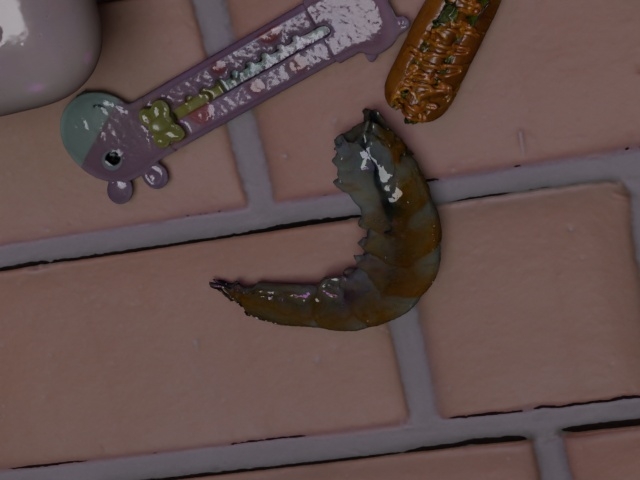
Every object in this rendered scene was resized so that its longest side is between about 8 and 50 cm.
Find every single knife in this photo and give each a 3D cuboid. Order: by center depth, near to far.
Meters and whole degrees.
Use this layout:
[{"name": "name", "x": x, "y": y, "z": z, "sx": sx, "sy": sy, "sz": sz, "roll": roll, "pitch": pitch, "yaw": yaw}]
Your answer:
[{"name": "knife", "x": -0.098, "y": -0.165, "z": 1.365, "sx": 0.399, "sy": 0.038, "sz": 0.132, "roll": -27, "pitch": 107, "yaw": 17}]

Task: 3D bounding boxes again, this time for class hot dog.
[{"name": "hot dog", "x": 0.121, "y": -0.195, "z": 1.307, "sx": 0.072, "sy": 0.055, "sz": 0.188, "roll": 25, "pitch": 112, "yaw": -2}]

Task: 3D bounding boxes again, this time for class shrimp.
[{"name": "shrimp", "x": 0.031, "y": 0.011, "z": 1.406, "sx": 0.185, "sy": 0.068, "sz": 0.287, "roll": 42, "pitch": 121, "yaw": -3}]

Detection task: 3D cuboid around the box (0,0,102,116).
[{"name": "box", "x": -0.376, "y": -0.279, "z": 1.231, "sx": 0.289, "sy": 0.141, "sz": 0.349, "roll": -12, "pitch": 109, "yaw": 7}]
